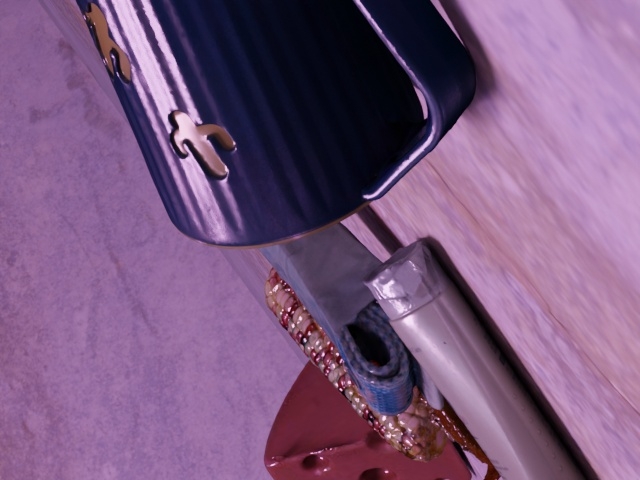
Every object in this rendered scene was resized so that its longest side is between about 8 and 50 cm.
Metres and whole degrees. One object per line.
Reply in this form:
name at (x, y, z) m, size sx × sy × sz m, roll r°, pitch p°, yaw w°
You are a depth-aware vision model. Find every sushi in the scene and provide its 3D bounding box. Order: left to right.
sushi at (0.104, 0.121, 0.913) m, size 0.120 × 0.052 × 0.055 m, roll 52°, pitch 157°, yaw 10°

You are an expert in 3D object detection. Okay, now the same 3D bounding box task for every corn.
corn at (0.038, 0.100, 1.122) m, size 0.253 × 0.086 × 0.086 m, roll 47°, pitch 169°, yaw 40°

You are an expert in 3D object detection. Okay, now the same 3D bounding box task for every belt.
belt at (0.000, 0.000, 0.911) m, size 0.302 × 0.087 × 0.072 m, roll 52°, pitch 165°, yaw 28°

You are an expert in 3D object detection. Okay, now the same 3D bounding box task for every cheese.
cheese at (0.050, 0.181, 1.352) m, size 0.177 × 0.203 × 0.128 m, roll -88°, pitch -27°, yaw -44°

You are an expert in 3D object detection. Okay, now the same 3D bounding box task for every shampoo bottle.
shampoo bottle at (0.104, 0.098, 0.792) m, size 0.212 × 0.049 × 0.072 m, roll 56°, pitch -177°, yaw -3°

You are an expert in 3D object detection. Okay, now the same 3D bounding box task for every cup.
cup at (-0.022, -0.093, 0.526) m, size 0.176 × 0.131 × 0.155 m, roll 8°, pitch 137°, yaw 39°
